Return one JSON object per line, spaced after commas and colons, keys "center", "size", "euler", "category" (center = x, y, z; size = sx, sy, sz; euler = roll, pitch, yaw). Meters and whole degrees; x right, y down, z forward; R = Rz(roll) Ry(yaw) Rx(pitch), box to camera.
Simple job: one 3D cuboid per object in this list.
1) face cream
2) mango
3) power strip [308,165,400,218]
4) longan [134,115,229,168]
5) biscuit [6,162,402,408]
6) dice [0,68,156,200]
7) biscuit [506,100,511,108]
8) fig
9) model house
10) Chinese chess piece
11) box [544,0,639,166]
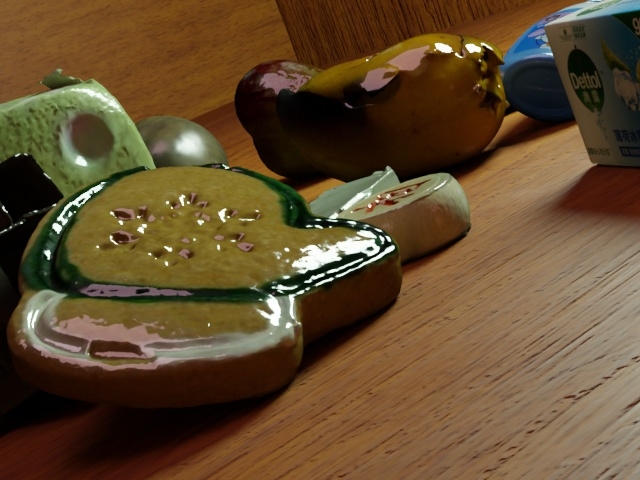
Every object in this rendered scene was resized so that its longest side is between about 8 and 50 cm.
{"center": [0.309, -0.225, 1.640], "size": [0.149, 0.083, 0.264], "euler": [12, 30, 21], "category": "face cream"}
{"center": [0.091, -0.149, 1.564], "size": [0.287, 0.152, 0.201], "euler": [-10, 20, 48], "category": "mango"}
{"center": [-0.001, -0.002, 1.274], "size": [0.080, 0.048, 0.286], "euler": [-18, 11, 29], "category": "power strip"}
{"center": [-0.199, -0.078, 1.754], "size": [0.167, 0.167, 0.187], "euler": [-22, 6, -6], "category": "longan"}
{"center": [-0.081, 0.018, 1.031], "size": [0.287, 0.057, 0.343], "euler": [2, 26, 2], "category": "biscuit"}
{"center": [-0.326, -0.028, 1.478], "size": [0.250, 0.254, 0.252], "euler": [-30, 15, -29], "category": "dice"}
{"center": [0.260, -0.203, 1.817], "size": [0.299, 0.045, 0.154], "euler": [-22, 11, -3], "category": "biscuit"}
{"center": [0.008, -0.155, 1.842], "size": [0.274, 0.170, 0.145], "euler": [13, 49, 37], "category": "fig"}
{"center": [-0.296, 0.062, 1.183], "size": [0.243, 0.204, 0.211], "euler": [-34, 0, 32], "category": "model house"}
{"center": [0.071, -0.017, 1.197], "size": [0.122, 0.051, 0.122], "euler": [-20, 11, 4], "category": "Chinese chess piece"}
{"center": [0.282, -0.138, 1.163], "size": [0.073, 0.139, 0.194], "euler": [-23, 10, -12], "category": "box"}
